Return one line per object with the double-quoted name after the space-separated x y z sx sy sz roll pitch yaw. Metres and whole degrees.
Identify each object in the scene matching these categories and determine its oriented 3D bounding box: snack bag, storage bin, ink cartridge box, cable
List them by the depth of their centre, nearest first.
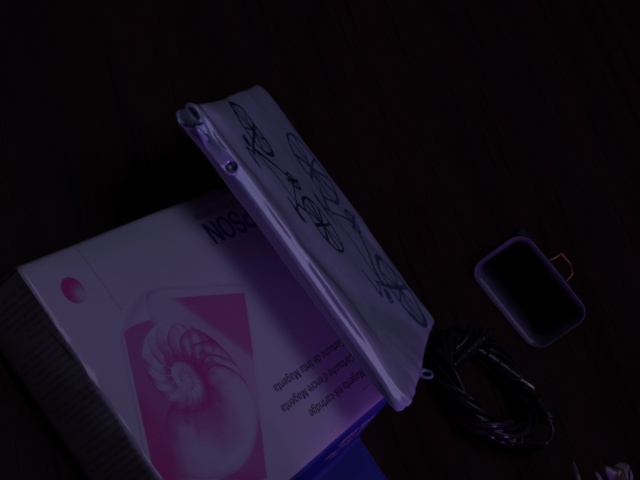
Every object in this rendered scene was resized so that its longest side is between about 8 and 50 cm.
-0.065 0.127 0.983 0.330 0.071 0.324 54 29 3 "ink cartridge box"
0.000 0.000 1.147 0.323 0.037 0.342 54 12 -4 "snack bag"
0.182 0.153 1.327 0.184 0.047 0.150 17 46 -46 "cable"
0.262 0.045 1.517 0.135 0.098 0.091 49 19 -8 "storage bin"

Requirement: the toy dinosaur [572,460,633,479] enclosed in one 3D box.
0.325 0.391 1.249 0.160 0.121 0.313 14 52 -32 "toy dinosaur"
